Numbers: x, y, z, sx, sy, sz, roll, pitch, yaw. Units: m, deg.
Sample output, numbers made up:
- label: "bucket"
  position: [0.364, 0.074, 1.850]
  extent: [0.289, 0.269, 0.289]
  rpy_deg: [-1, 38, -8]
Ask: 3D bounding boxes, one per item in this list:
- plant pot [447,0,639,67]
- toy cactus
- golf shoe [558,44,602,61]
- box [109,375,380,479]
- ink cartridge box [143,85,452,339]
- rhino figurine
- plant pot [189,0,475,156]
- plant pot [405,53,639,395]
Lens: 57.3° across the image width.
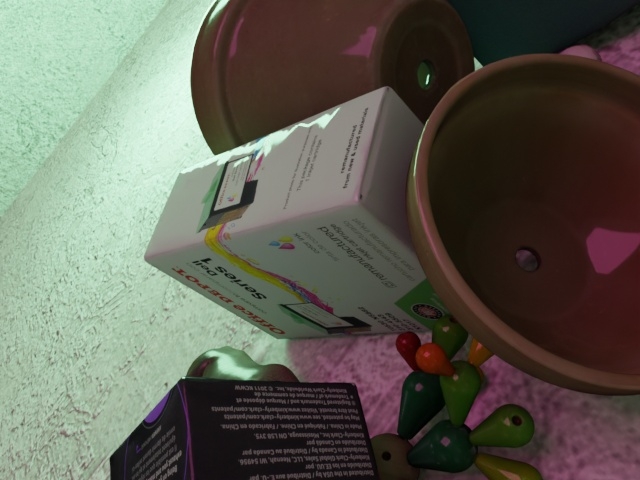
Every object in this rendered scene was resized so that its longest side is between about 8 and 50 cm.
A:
- label: "plant pot"
  position: [0.241, -0.302, 0.564]
  extent: [0.234, 0.166, 0.165]
  rpy_deg: [-12, 51, 50]
- label: "toy cactus"
  position: [0.074, 0.163, 0.439]
  extent: [0.180, 0.112, 0.219]
  rpy_deg: [-35, 48, 38]
- label: "golf shoe"
  position: [0.193, -0.130, 0.559]
  extent: [0.176, 0.086, 0.069]
  rpy_deg: [-49, 34, 2]
- label: "box"
  position: [-0.043, 0.245, 0.374]
  extent: [0.165, 0.143, 0.270]
  rpy_deg: [-48, 43, 39]
- label: "ink cartridge box"
  position: [0.000, 0.000, 0.557]
  extent: [0.278, 0.201, 0.117]
  rpy_deg: [-12, 51, 42]
- label: "rhino figurine"
  position: [-0.067, 0.173, 0.595]
  extent: [0.243, 0.073, 0.106]
  rpy_deg: [6, 68, 48]
- label: "plant pot"
  position: [0.029, -0.166, 0.625]
  extent: [0.229, 0.263, 0.263]
  rpy_deg: [14, 71, 49]
- label: "plant pot"
  position: [0.167, -0.005, 0.415]
  extent: [0.109, 0.237, 0.237]
  rpy_deg: [108, 179, -64]
